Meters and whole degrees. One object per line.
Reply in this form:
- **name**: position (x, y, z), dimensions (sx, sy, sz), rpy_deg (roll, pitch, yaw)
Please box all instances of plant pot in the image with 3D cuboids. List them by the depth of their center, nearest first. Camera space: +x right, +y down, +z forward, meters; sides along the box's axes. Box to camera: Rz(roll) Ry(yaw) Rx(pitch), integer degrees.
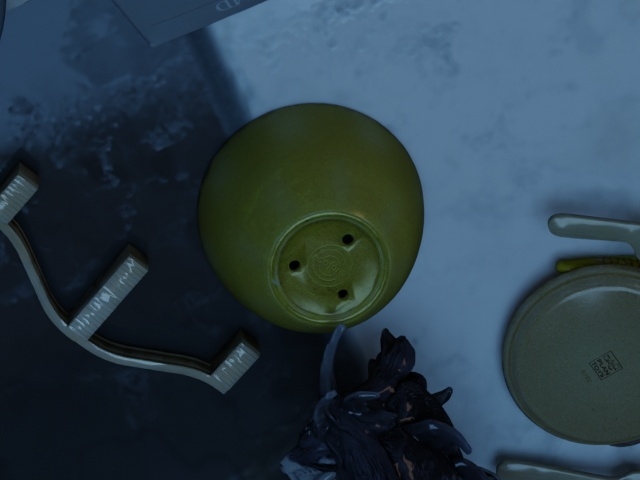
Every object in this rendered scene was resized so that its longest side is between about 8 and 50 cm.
- **plant pot**: position (0.000, 0.000, 1.118), dimensions (0.134, 0.095, 0.134), rpy_deg (-2, 111, -6)

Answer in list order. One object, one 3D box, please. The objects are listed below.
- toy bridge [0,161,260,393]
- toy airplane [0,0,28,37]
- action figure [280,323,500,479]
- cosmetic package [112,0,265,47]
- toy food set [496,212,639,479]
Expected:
- **toy bridge**: position (-0.126, 0.031, 1.151), dimensions (0.188, 0.026, 0.063), rpy_deg (38, 103, -18)
- **toy airplane**: position (-0.333, -0.079, 0.950), dimensions (0.384, 0.272, 0.386), rpy_deg (25, 89, -37)
- **action figure**: position (0.050, 0.167, 1.140), dimensions (0.141, 0.164, 0.275), rpy_deg (-29, 124, 22)
- **cosmetic package**: position (-0.083, -0.205, 0.960), dimensions (0.127, 0.107, 0.238), rpy_deg (-22, 149, 11)
- **toy food set**: position (0.176, 0.068, 1.202), dimensions (0.132, 0.038, 0.192), rpy_deg (9, 114, -3)
